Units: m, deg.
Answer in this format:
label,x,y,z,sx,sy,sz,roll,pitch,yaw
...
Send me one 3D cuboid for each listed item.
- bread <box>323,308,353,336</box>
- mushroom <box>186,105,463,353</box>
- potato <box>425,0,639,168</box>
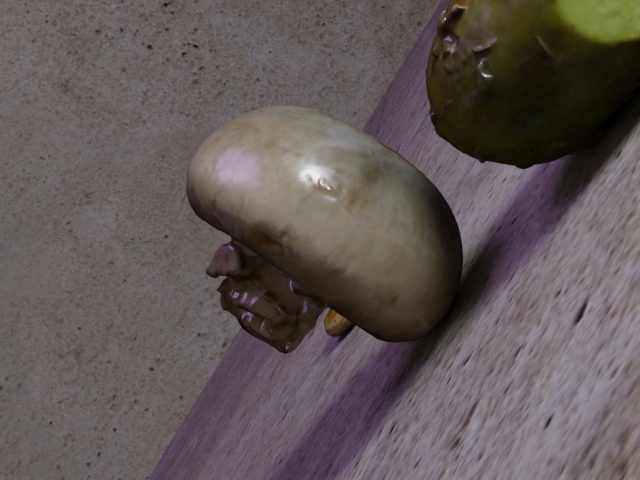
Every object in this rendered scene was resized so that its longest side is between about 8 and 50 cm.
label,x,y,z,sx,sy,sz,roll,pitch,yaw
bread,0.039,0.056,1.511,0.110,0.024,0.110,-57,4,7
mushroom,0.000,0.000,1.074,0.178,0.226,0.226,-63,5,-4
potato,0.176,-0.173,0.919,0.298,0.141,0.176,-55,14,23
